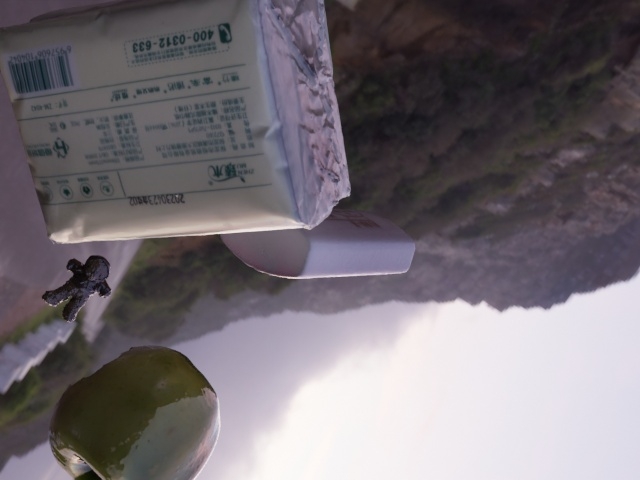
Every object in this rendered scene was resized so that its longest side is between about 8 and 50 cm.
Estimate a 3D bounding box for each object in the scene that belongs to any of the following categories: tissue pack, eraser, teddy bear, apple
[{"bbox_3d":[-0.174,-0.155,1.098,0.207,0.380,0.297,-42,127,-59],"label":"tissue pack"},{"bbox_3d":[0.000,0.000,1.362,0.270,0.174,0.095,-1,109,-51],"label":"eraser"},{"bbox_3d":[-0.533,0.101,2.009,0.160,0.119,0.078,-46,-174,-4],"label":"teddy bear"},{"bbox_3d":[-0.292,0.302,1.447,0.279,0.279,0.279,-56,-174,9],"label":"apple"}]
